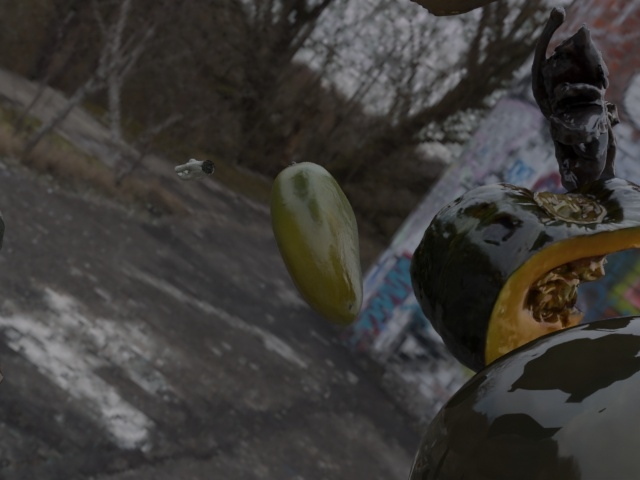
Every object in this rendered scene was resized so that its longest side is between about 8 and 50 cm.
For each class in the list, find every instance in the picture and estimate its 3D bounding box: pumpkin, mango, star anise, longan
[{"bbox_3d":[0.241,0.042,1.211,0.280,0.190,0.139,-4,29,-25],"label":"pumpkin"},{"bbox_3d":[-0.002,-0.003,1.252,0.122,0.085,0.191,52,17,-56],"label":"mango"},{"bbox_3d":[0.296,-0.165,1.312,0.209,0.089,0.231,-54,127,-67],"label":"star anise"},{"bbox_3d":[0.246,0.218,0.868,0.361,0.361,0.361,37,2,-1],"label":"longan"}]

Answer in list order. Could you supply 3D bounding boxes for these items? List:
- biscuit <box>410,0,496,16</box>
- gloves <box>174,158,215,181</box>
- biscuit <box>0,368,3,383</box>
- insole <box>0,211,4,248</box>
[{"bbox_3d":[0.160,-0.290,1.105,0.237,0.013,0.232,-17,-19,36],"label":"biscuit"},{"bbox_3d":[-0.190,-0.108,1.707,0.044,0.037,0.081,18,-9,-42],"label":"gloves"},{"bbox_3d":[-0.576,0.265,1.494,0.115,0.366,0.268,24,-45,27],"label":"biscuit"},{"bbox_3d":[-0.422,0.055,1.240,0.081,0.248,0.011,31,19,-21],"label":"insole"}]
